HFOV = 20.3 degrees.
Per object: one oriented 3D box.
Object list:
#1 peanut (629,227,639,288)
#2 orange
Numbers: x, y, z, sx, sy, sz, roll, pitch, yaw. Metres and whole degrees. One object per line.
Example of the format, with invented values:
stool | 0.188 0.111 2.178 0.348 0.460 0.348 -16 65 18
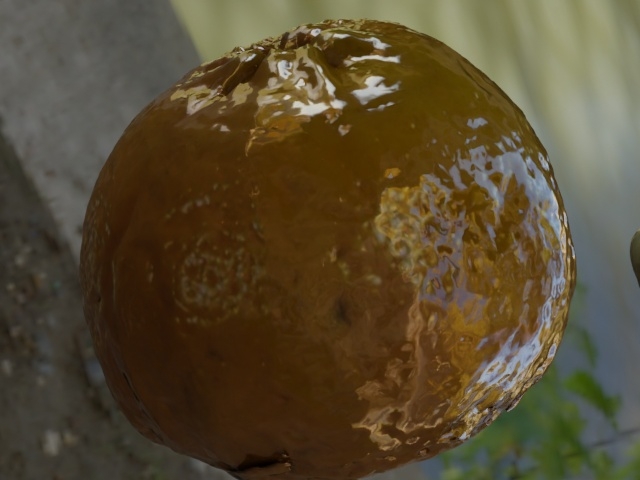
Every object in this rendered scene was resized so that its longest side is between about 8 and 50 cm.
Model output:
peanut | 0.392 -0.012 1.981 0.082 0.082 0.187 41 63 -41
orange | 0.000 0.000 1.220 0.340 0.341 0.293 -44 125 -56
